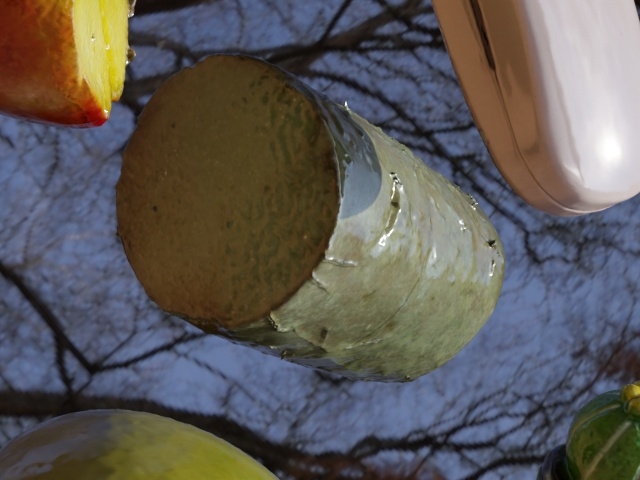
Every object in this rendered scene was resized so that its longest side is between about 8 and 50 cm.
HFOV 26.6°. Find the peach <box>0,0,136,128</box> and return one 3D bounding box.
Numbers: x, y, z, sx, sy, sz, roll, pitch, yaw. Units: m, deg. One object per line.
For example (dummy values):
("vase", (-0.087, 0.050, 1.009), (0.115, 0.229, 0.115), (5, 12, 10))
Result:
("peach", (-0.137, -0.120, 0.561), (0.118, 0.151, 0.151), (-4, -59, -8))

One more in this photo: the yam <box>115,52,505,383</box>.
("yam", (0.000, 0.000, 0.827), (0.161, 0.268, 0.161), (-7, -106, 27))

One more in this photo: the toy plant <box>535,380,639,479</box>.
("toy plant", (0.222, 0.180, 1.055), (0.093, 0.093, 0.162), (31, -58, 13))

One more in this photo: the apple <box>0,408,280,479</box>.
("apple", (-0.123, 0.238, 0.927), (0.258, 0.233, 0.295), (8, -29, -3))

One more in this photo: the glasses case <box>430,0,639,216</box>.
("glasses case", (0.103, -0.158, 0.709), (0.075, 0.113, 0.296), (-22, -98, 42))
